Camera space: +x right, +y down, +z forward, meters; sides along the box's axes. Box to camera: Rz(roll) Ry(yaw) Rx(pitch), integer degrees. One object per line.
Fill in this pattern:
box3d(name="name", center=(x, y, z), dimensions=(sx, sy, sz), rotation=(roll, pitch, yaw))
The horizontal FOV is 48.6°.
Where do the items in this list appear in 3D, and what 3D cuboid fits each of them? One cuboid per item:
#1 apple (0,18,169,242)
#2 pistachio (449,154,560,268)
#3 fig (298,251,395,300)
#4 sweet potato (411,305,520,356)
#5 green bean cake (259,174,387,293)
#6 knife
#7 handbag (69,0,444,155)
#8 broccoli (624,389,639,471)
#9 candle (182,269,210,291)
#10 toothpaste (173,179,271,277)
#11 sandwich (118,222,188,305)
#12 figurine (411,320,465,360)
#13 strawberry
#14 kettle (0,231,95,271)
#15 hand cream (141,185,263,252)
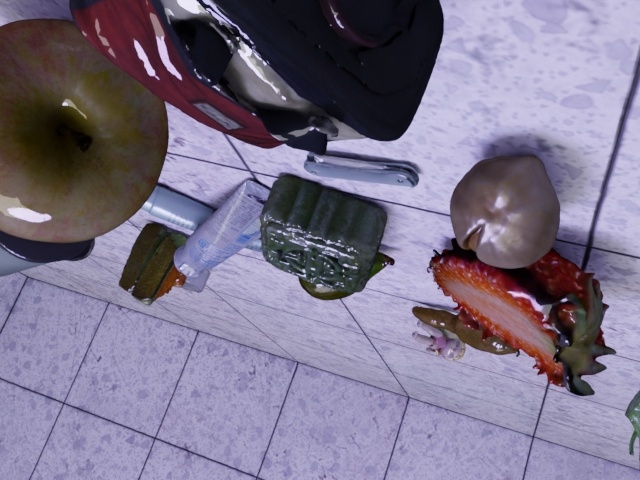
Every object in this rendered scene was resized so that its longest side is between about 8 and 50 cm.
box3d(name="apple", center=(-0.309, -0.126, 0.829), dimensions=(0.257, 0.257, 0.234), rotation=(30, 175, -29))
box3d(name="pistachio", center=(0.209, -0.030, 0.788), dimensions=(0.124, 0.124, 0.185), rotation=(14, 178, 21))
box3d(name="fig", center=(0.048, 0.043, 1.234), dimensions=(0.177, 0.117, 0.117), rotation=(-10, 153, 18))
box3d(name="sweet potato", center=(0.289, 0.166, 1.372), dimensions=(0.075, 0.075, 0.269), rotation=(34, 169, -39))
box3d(name="green bean cake", center=(0.000, 0.000, 1.098), dimensions=(0.183, 0.094, 0.185), rotation=(19, 155, 5))
box3d(name="knife", center=(0.048, -0.093, 0.915), dimensions=(0.162, 0.023, 0.044), rotation=(10, 157, 31))
box3d(name="handbag", center=(-0.039, -0.166, 0.520), dimensions=(0.181, 0.181, 0.254), rotation=(5, 160, 47))
box3d(name="broccoli", center=(0.722, 0.408, 1.420), dimensions=(0.241, 0.261, 0.269), rotation=(40, -152, 14))
box3d(name="candle", center=(-0.390, 0.072, 1.863), dimensions=(0.192, 0.068, 0.168), rotation=(28, 163, -12))
box3d(name="toothpaste", center=(-0.158, -0.018, 1.240), dimensions=(0.114, 0.073, 0.299), rotation=(29, 140, -27))
box3d(name="sandwich", center=(-0.370, 0.064, 1.619), dimensions=(0.109, 0.185, 0.160), rotation=(24, 161, 13))
box3d(name="figurine", center=(0.260, 0.217, 1.573), dimensions=(0.083, 0.083, 0.187), rotation=(3, 162, 45))
box3d(name="strawberry", center=(0.281, 0.063, 1.014), dimensions=(0.306, 0.137, 0.233), rotation=(39, 164, 52))
box3d(name="kettle", center=(-0.637, -0.099, 1.400), dimensions=(0.376, 0.250, 0.361), rotation=(-6, 121, 51))
box3d(name="hand cream", center=(-0.200, -0.026, 1.347), dimensions=(0.331, 0.058, 0.085), rotation=(25, 161, -15))
